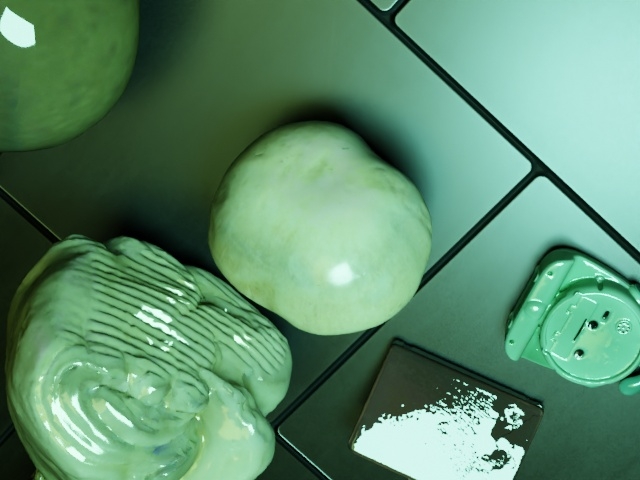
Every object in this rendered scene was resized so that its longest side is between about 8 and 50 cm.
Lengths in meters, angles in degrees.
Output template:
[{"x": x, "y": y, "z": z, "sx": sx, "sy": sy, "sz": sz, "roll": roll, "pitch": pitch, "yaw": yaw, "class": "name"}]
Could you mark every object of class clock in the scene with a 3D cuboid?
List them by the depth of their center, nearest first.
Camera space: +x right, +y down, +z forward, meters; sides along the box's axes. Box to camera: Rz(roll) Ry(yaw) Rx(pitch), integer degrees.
[{"x": 0.325, "y": 0.104, "z": 1.487, "sx": 0.188, "sy": 0.060, "sz": 0.148, "roll": 24, "pitch": 111, "yaw": 1, "class": "clock"}]

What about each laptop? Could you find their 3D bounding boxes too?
[{"x": 0.154, "y": 0.233, "z": 1.552, "sx": 0.207, "sy": 0.026, "sz": 0.154, "roll": 24, "pitch": 87, "yaw": 2, "class": "laptop"}]

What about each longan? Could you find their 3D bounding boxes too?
[{"x": -0.361, "y": -0.271, "z": 1.360, "sx": 0.361, "sy": 0.361, "sz": 0.361, "roll": 3, "pitch": 109, "yaw": 10, "class": "longan"}]

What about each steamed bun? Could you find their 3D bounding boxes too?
[{"x": -0.217, "y": 0.177, "z": 1.460, "sx": 0.339, "sy": 0.352, "sz": 0.247, "roll": 26, "pitch": 115, "yaw": -21, "class": "steamed bun"}]

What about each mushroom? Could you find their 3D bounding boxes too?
[{"x": 0.000, "y": 0.000, "z": 1.441, "sx": 0.254, "sy": 0.260, "sz": 0.234, "roll": 0, "pitch": 145, "yaw": 2, "class": "mushroom"}]

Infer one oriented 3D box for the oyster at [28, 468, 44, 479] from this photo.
[{"x": -0.342, "y": 0.372, "z": 1.693, "sx": 0.354, "sy": 0.107, "sz": 0.201, "roll": -45, "pitch": 128, "yaw": 14, "class": "oyster"}]
